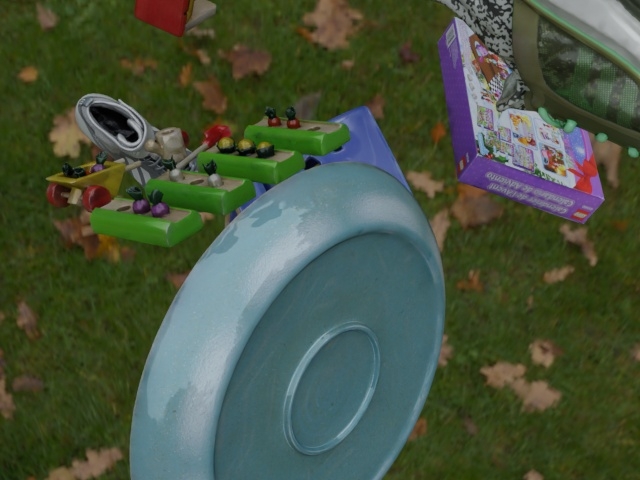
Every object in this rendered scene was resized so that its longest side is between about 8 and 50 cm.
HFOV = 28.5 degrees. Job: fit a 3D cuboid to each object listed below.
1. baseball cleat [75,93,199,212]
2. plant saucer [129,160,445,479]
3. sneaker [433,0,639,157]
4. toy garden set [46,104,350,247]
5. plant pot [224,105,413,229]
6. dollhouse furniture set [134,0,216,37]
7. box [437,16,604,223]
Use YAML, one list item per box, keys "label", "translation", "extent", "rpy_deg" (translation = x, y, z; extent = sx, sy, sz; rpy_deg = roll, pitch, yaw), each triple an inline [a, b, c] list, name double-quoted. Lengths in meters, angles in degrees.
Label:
- label: "baseball cleat"
  translation: [-0.192, -0.093, 1.440]
  extent: [0.205, 0.109, 0.072]
  rpy_deg: [33, 86, -19]
- label: "plant saucer"
  translation: [-0.002, 0.100, 0.908]
  extent: [0.043, 0.318, 0.317]
  rpy_deg: [23, 61, 36]
- label: "sneaker"
  translation: [0.241, -0.148, 1.088]
  extent: [0.410, 0.182, 0.158]
  rpy_deg: [46, 50, -9]
- label: "toy garden set"
  translation: [-0.128, -0.080, 1.208]
  extent: [0.203, 0.049, 0.244]
  rpy_deg: [10, 32, 42]
- label: "plant pot"
  translation: [0.000, 0.000, 1.647]
  extent: [0.212, 0.236, 0.236]
  rpy_deg: [-18, 68, -15]
- label: "dollhouse furniture set"
  translation: [-0.208, -0.404, 1.332]
  extent: [0.201, 0.374, 0.152]
  rpy_deg: [26, 42, 13]
- label: "box"
  translation: [0.273, -0.170, 1.751]
  extent: [0.200, 0.057, 0.293]
  rpy_deg: [17, 44, -19]
